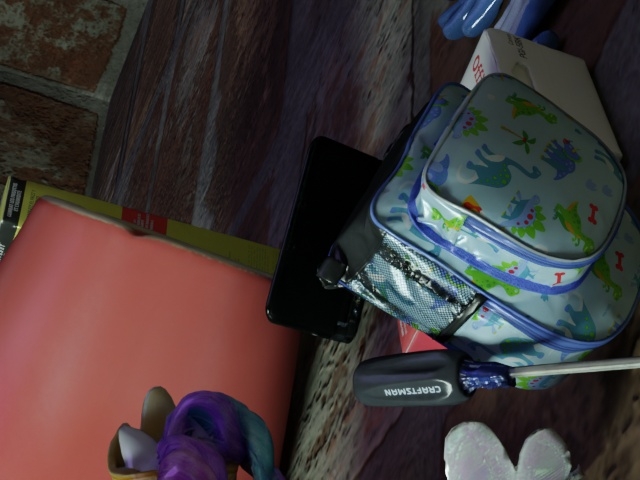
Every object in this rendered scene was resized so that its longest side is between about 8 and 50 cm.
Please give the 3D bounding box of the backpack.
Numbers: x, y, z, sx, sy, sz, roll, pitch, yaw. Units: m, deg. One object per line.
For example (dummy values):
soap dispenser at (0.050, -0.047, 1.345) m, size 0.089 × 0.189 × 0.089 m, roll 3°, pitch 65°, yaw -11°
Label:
backpack at (0.076, -0.002, 0.673) m, size 0.084 × 0.114 × 0.105 m, roll -50°, pitch 6°, yaw 49°

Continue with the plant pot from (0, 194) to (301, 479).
plant pot at (-0.138, 0.113, 1.130) m, size 0.275 × 0.275 × 0.243 m, roll -167°, pitch 98°, yaw -77°

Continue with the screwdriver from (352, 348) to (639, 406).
screwdriver at (0.083, 0.052, 0.621) m, size 0.170 × 0.024 × 0.025 m, roll -2°, pitch 83°, yaw 37°

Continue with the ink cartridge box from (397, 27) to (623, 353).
ink cartridge box at (0.084, -0.017, 0.794) m, size 0.099 × 0.056 × 0.135 m, roll -95°, pitch 24°, yaw -56°

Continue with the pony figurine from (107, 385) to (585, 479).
pony figurine at (-0.056, 0.218, 0.730) m, size 0.351 × 0.303 × 0.363 m, roll 119°, pitch 149°, yaw -72°

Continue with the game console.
game console at (0.000, 0.000, 1.089) m, size 0.107 × 0.071 × 0.122 m, roll -179°, pitch 105°, yaw -76°

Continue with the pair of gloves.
pair of gloves at (0.106, -0.150, 0.937) m, size 0.198 × 0.023 × 0.159 m, roll -87°, pitch 18°, yaw -46°

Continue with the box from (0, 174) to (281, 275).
box at (-0.139, 0.025, 1.278) m, size 0.058 × 0.232 × 0.087 m, roll -88°, pitch 18°, yaw -47°
